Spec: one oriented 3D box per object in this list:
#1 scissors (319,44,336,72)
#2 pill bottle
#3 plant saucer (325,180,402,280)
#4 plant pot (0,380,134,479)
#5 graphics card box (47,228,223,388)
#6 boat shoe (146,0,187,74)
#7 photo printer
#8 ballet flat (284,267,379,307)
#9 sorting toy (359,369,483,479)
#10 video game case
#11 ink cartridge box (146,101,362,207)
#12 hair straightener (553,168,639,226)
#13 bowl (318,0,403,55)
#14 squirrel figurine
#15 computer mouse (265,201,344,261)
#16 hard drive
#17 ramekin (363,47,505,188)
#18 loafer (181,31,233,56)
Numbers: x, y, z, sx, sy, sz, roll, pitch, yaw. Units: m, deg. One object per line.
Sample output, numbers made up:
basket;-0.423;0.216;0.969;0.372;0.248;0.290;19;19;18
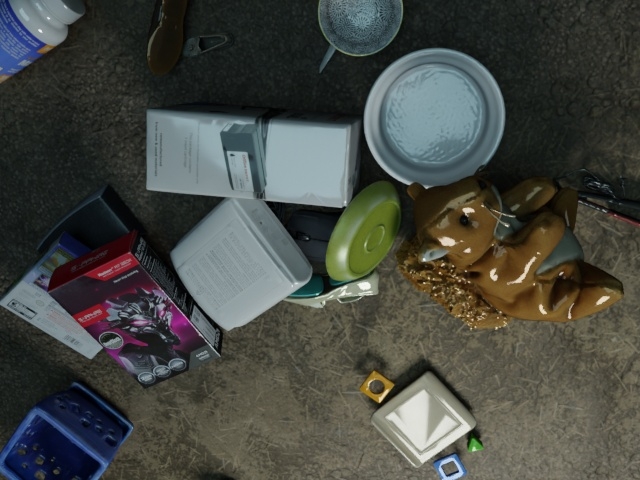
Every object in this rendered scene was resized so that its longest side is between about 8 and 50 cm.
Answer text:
scissors;0.080;-0.488;1.351;0.109;0.021;0.297;16;106;3
pill bottle;-0.659;-0.474;1.411;0.272;0.152;0.152;-26;100;15
plant saucer;0.104;-0.011;1.371;0.037;0.241;0.241;32;110;29
plant pot;-0.641;0.519;1.652;0.236;0.212;0.236;39;108;-2
graphics card box;-0.425;0.173;1.515;0.233;0.094;0.371;-24;123;12
boat shoe;-0.336;-0.468;1.404;0.073;0.073;0.207;11;106;-31
photo printer;-0.196;0.057;1.464;0.307;0.107;0.256;-37;91;38
ballet flat;0.020;0.119;1.505;0.249;0.086;0.086;-12;103;12
sorting toy;0.248;0.431;1.568;0.196;0.047;0.347;-42;95;13
video game case;-0.592;0.140;1.569;0.244;0.061;0.269;-38;119;20
ink cartridge box;-0.119;-0.187;1.330;0.395;0.285;0.166;6;105;7
hair straightener;0.611;-0.101;1.364;0.230;0.047;0.089;21;108;8
bowl;0.081;-0.467;1.308;0.170;0.080;0.170;1;112;2
squirrel figurine;0.310;0.029;1.288;0.370;0.281;0.397;17;142;-27
computer mouse;0.000;0.000;1.474;0.272;0.072;0.188;0;105;9
hard drive;-0.570;-0.001;1.578;0.255;0.054;0.172;-36;97;17
ramekin;0.233;-0.254;1.331;0.277;0.135;0.277;2;105;9
loafer;-0.255;-0.434;1.412;0.125;0.039;0.045;-10;103;12
